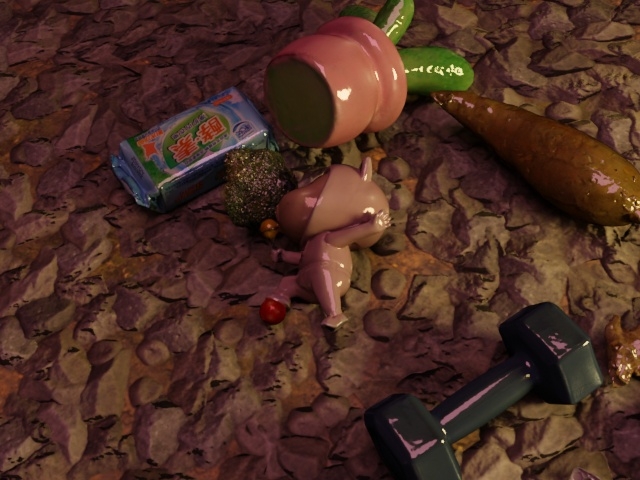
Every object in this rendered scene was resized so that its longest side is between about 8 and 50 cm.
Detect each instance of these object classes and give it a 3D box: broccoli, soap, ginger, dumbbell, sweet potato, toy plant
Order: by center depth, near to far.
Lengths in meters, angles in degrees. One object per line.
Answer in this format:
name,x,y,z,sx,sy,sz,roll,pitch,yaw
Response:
dumbbell,0.221,0.215,1.197,0.316,0.143,0.156,-31,57,-13
ginger,0.546,0.151,1.231,0.290,0.084,0.122,-3,53,5
sweet potato,0.363,-0.145,1.443,0.130,0.130,0.423,-39,57,-18
broccoli,-0.103,-0.088,1.472,0.138,0.146,0.162,-8,64,41
toy plant,0.059,-0.312,1.560,0.317,0.210,0.356,33,53,28
soap,-0.220,-0.161,1.564,0.293,0.077,0.156,-30,56,-13

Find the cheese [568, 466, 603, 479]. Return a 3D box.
cheese,0.411,0.346,1.131,0.192,0.037,0.097,24,92,33

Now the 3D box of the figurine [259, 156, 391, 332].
figurine,0.000,0.000,1.371,0.186,0.176,0.287,21,73,-7
